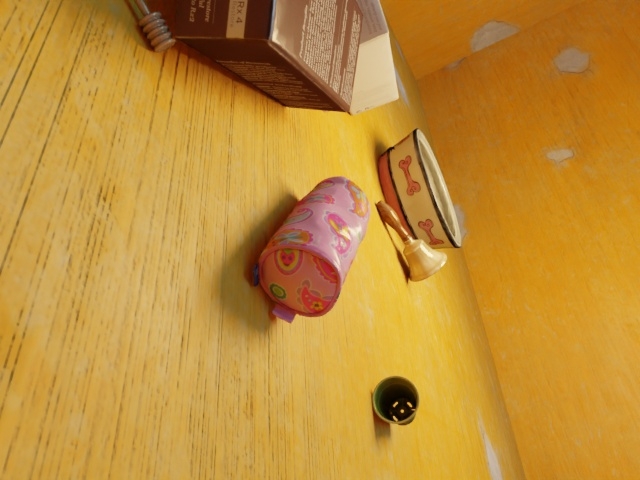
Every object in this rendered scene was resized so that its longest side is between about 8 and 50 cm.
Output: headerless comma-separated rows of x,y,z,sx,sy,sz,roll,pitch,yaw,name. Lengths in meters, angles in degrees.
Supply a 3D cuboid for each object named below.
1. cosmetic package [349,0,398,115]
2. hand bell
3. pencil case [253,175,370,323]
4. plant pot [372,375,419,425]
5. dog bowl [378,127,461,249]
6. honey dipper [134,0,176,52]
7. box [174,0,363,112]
0.087,-0.492,1.147,0.385,0.156,0.217,10,62,-79,cosmetic package
0.236,-0.015,1.282,0.242,0.126,0.126,52,26,-11,hand bell
0.000,0.000,0.687,0.124,0.124,0.284,62,25,-19,pencil case
0.143,0.298,0.821,0.079,0.083,0.083,61,21,-50,plant pot
0.323,-0.149,1.496,0.408,0.150,0.408,50,30,-42,dog bowl
-0.226,-0.301,0.529,0.160,0.030,0.030,60,25,-17,honey dipper
-0.049,-0.331,0.694,0.381,0.143,0.191,-9,108,-74,box
